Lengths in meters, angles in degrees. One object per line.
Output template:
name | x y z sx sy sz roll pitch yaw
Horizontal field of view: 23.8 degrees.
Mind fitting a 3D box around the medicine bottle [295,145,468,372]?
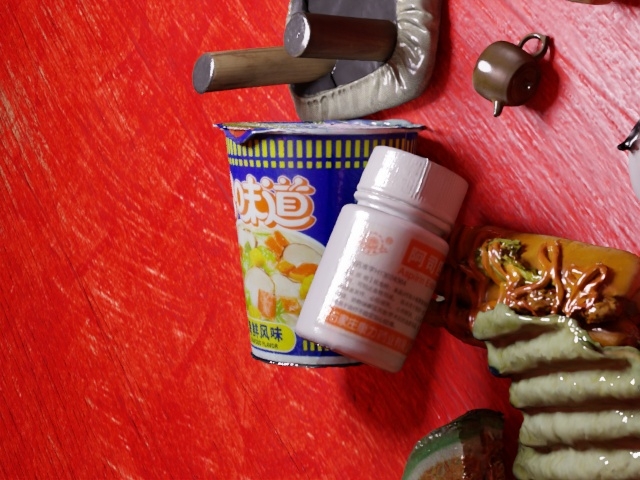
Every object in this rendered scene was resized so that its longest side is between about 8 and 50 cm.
medicine bottle | 0.075 0.022 1.829 0.144 0.144 0.252 12 81 52

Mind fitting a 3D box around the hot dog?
hot dog | 0.242 0.066 1.784 0.349 0.117 0.158 16 99 52

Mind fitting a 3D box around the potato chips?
potato chips | 0.318 0.247 1.648 0.389 0.097 0.373 17 126 49

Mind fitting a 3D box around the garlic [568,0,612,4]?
garlic | 0.319 -0.440 1.754 0.196 0.151 0.338 16 92 25

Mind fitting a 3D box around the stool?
stool | -0.012 -0.329 2.069 0.310 0.226 0.310 -14 75 53

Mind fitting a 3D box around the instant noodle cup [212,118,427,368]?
instant noodle cup | 0.000 0.000 2.002 0.284 0.284 0.312 8 101 52

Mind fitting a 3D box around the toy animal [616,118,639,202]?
toy animal | 0.412 -0.071 1.493 0.187 0.235 0.165 50 118 42

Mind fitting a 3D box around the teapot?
teapot | 0.239 -0.204 1.858 0.068 0.076 0.121 35 84 38

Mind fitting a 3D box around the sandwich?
sandwich | 0.154 0.318 1.879 0.235 0.079 0.159 -51 44 48
